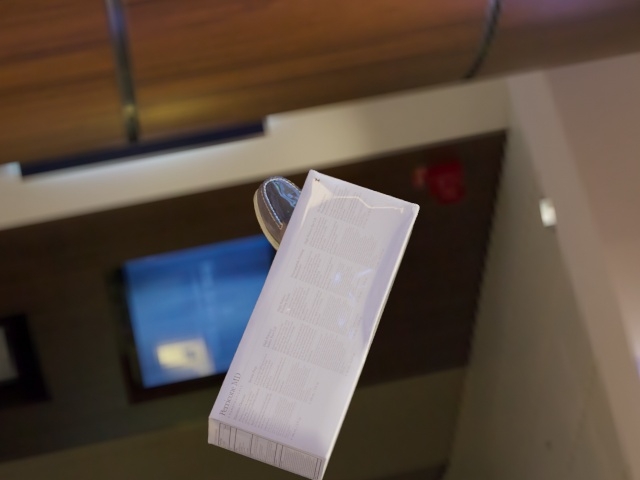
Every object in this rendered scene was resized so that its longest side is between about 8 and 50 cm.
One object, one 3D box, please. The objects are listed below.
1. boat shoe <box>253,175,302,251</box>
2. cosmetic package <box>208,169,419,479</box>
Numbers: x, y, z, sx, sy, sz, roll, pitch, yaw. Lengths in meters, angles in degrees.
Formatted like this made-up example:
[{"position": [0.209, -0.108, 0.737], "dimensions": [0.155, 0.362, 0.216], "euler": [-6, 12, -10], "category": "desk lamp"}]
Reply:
[{"position": [-0.001, 0.001, 1.884], "dimensions": [0.223, 0.080, 0.073], "euler": [57, -33, 28], "category": "boat shoe"}, {"position": [-0.004, 0.066, 1.320], "dimensions": [0.060, 0.098, 0.239], "euler": [103, 8, -62], "category": "cosmetic package"}]
